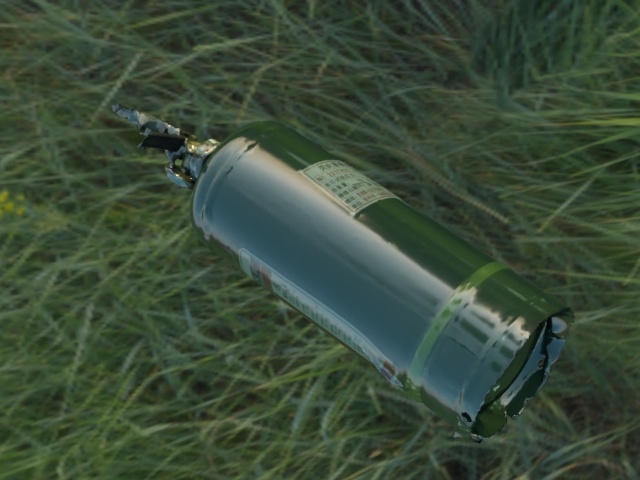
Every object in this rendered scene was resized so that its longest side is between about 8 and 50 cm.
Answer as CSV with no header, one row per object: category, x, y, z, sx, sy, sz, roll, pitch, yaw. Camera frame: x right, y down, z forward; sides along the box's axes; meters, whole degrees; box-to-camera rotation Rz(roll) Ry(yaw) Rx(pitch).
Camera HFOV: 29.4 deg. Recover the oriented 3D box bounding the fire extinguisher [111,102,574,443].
fire extinguisher,0.000,0.000,0.710,0.294,0.118,0.093,34,100,26
